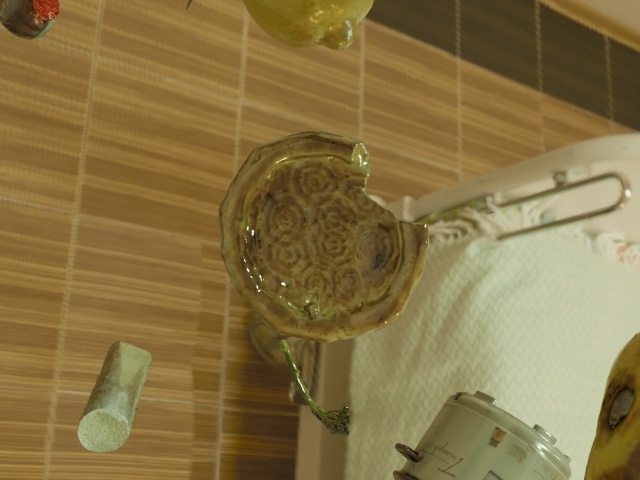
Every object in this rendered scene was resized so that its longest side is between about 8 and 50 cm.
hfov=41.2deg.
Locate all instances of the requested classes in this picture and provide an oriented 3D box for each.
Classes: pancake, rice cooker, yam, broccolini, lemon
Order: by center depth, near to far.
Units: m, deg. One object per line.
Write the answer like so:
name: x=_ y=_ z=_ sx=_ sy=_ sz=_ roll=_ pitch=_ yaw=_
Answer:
pancake: x=0.000 y=0.000 z=0.902 sx=0.212 sy=0.029 sz=0.235 roll=-44 pitch=92 yaw=7
lemon: x=-0.026 y=-0.362 z=1.115 sx=0.184 sy=0.184 sz=0.248 roll=-32 pitch=99 yaw=-37
yam: x=-0.269 y=0.201 z=1.130 sx=0.068 sy=0.068 sz=0.169 roll=43 pitch=21 yaw=-20
rice cooker: x=0.248 y=0.381 z=1.337 sx=0.280 sy=0.241 sz=0.227 roll=37 pitch=76 yaw=-7
broccolini: x=-0.019 y=0.254 z=1.431 sx=0.194 sy=0.052 sz=0.054 roll=50 pitch=23 yaw=-3

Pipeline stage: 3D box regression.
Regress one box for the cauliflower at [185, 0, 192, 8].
cauliflower: x=-0.061 y=-0.358 z=0.758 sx=0.256 sy=0.239 sz=0.315 roll=12 pitch=100 yaw=-29

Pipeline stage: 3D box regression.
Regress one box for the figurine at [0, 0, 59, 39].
figurine: x=-0.252 y=-0.225 z=0.742 sx=0.047 sy=0.060 sz=0.106 roll=25 pitch=44 yaw=-49

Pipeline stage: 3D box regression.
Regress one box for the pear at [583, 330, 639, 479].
pear: x=0.262 y=0.136 z=0.412 sx=0.284 sy=0.283 sz=0.283 roll=10 pitch=72 yaw=-34
